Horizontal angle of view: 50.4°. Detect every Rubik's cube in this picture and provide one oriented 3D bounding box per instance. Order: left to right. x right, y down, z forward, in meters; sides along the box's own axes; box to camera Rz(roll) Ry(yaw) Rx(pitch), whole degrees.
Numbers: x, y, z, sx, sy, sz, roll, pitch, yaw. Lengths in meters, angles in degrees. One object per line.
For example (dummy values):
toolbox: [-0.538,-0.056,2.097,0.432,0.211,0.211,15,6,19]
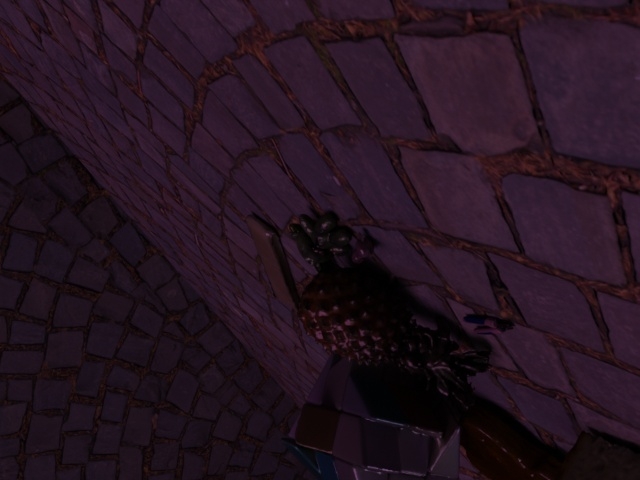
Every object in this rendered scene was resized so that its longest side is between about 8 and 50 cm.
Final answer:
Rubik's cube: [0.131,0.440,1.484,0.358,0.368,0.387,18,167,-26]

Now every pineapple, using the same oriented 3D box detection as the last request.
pineapple: [0.129,0.178,1.230,0.361,0.175,0.175,32,159,20]

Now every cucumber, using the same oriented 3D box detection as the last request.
cucumber: [-0.009,0.023,1.360,0.039,0.039,0.168,15,145,55]

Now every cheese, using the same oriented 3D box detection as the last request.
cheese: [-0.109,0.065,1.673,0.085,0.034,0.400,30,158,23]

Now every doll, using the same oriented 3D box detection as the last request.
doll: [0.000,0.000,1.249,0.115,0.077,0.150,34,151,-7]

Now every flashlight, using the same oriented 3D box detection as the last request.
flashlight: [0.075,0.019,1.191,0.110,0.031,0.052,110,136,-74]

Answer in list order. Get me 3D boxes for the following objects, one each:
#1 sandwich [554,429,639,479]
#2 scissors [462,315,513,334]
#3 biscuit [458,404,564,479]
sandwich: [0.462,0.451,0.978,0.131,0.262,0.325,45,163,-22]
scissors: [0.266,0.134,1.074,0.039,0.012,0.113,46,162,-9]
biscuit: [0.422,0.477,1.420,0.359,0.074,0.381,10,141,56]
